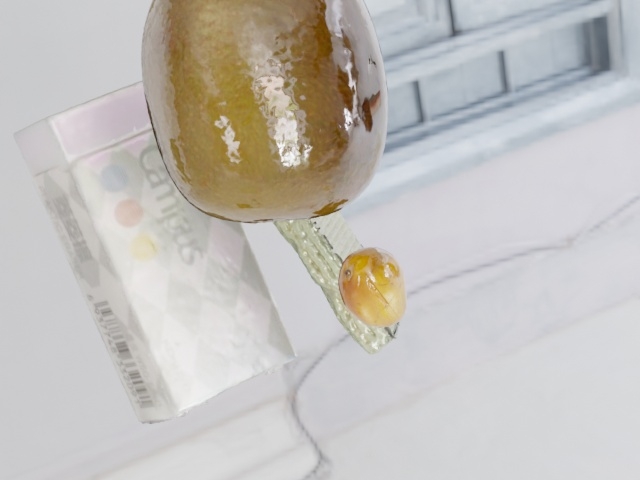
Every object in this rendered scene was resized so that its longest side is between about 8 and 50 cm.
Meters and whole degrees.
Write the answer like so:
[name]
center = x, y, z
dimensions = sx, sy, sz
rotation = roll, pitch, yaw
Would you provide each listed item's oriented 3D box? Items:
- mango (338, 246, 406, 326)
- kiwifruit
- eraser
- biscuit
[mango]
center = 0.048, 0.043, 0.994
dimensions = 0.060, 0.089, 0.046
rotation = -42, -139, -4
[kiwifruit]
center = -0.044, -0.129, 0.911
dimensions = 0.196, 0.233, 0.196
rotation = -8, 175, -1
[eraser]
center = -0.203, 0.010, 1.441
dimensions = 0.213, 0.396, 0.082
rotation = -25, -172, -14
[biscuit]
center = 0.000, 0.000, 1.250
dimensions = 0.052, 0.252, 0.150
rotation = -32, -173, 11
